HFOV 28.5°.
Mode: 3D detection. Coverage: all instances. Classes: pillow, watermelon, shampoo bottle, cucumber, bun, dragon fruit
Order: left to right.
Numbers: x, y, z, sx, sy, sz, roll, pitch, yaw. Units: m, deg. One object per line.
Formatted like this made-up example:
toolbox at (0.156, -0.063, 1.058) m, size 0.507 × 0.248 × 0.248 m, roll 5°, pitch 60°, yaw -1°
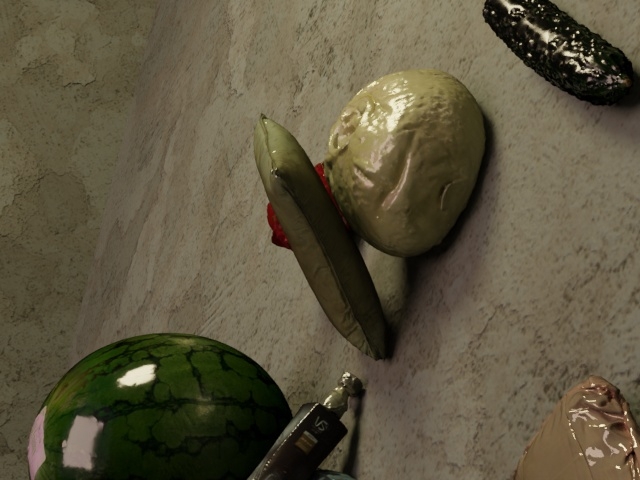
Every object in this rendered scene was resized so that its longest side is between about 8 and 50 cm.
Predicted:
watermelon at (-0.201, 0.287, 1.674) m, size 0.363 × 0.363 × 0.363 m, roll -51°, pitch 30°, yaw 46°
shampoo bottle at (-0.018, 0.247, 1.554) m, size 0.207 × 0.057 × 0.063 m, roll -49°, pitch 12°, yaw -25°
dragon fruit at (-0.011, -0.042, 1.768) m, size 0.136 × 0.133 × 0.166 m, roll -26°, pitch 34°, yaw 3°
pillow at (0.000, 0.000, 1.551) m, size 0.075 × 0.302 × 0.185 m, roll -26°, pitch 28°, yaw 3°
bun at (0.087, -0.095, 1.518) m, size 0.244 × 0.153 × 0.243 m, roll -168°, pitch 90°, yaw -72°
cucumber at (0.245, -0.196, 1.294) m, size 0.072 × 0.072 × 0.300 m, roll -66°, pitch 22°, yaw 20°
pillow at (0.228, 0.235, 1.017) m, size 0.270 × 0.067 × 0.173 m, roll -105°, pitch 32°, yaw -56°

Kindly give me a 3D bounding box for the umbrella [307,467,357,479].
umbrella at (0.020, 0.307, 1.516) m, size 0.250 × 0.052 × 0.053 m, roll 175°, pitch 101°, yaw -67°
